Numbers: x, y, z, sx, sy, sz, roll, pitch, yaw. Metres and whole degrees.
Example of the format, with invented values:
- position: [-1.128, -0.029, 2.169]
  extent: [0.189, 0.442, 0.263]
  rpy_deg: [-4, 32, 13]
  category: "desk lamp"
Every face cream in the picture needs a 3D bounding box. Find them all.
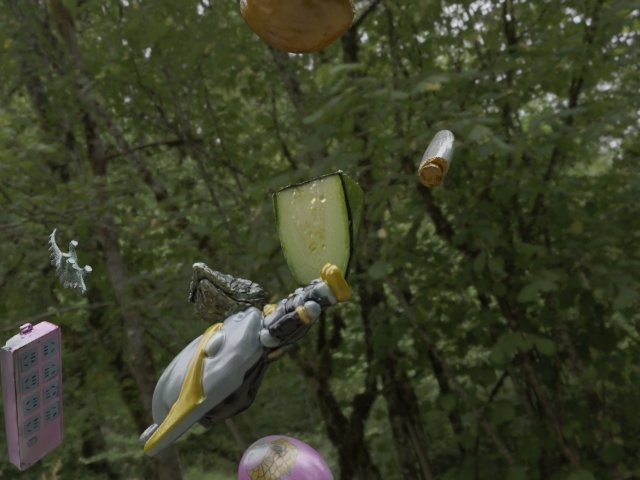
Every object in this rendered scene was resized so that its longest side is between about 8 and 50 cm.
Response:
- position: [0.236, -0.167, 1.440]
  extent: [0.072, 0.051, 0.182]
  rpy_deg: [-37, 14, 34]
  category: "face cream"

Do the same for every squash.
- position: [0.018, -0.007, 1.112]
  extent: [0.085, 0.184, 0.192]
  rpy_deg: [-10, 0, -37]
  category: "squash"

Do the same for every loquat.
- position: [-0.050, -0.442, 1.342]
  extent: [0.234, 0.176, 0.187]
  rpy_deg: [12, 18, -9]
  category: "loquat"

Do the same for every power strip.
- position: [-0.517, 0.280, 1.294]
  extent: [0.037, 0.279, 0.109]
  rpy_deg: [16, 24, 22]
  category: "power strip"

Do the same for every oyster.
- position: [-0.237, 0.144, 1.814]
  extent: [0.162, 0.158, 0.351]
  rpy_deg: [-43, -28, -3]
  category: "oyster"

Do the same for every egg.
- position: [-0.079, 0.581, 1.749]
  extent: [0.271, 0.196, 0.196]
  rpy_deg: [3, 0, 33]
  category: "egg"

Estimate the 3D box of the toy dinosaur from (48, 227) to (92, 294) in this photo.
- position: [-0.498, 0.043, 1.404]
  extent: [0.039, 0.209, 0.082]
  rpy_deg: [-2, -51, -39]
  category: "toy dinosaur"

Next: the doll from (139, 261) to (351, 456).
- position: [-0.096, 0.142, 0.872]
  extent: [0.316, 0.103, 0.145]
  rpy_deg: [-37, 29, -3]
  category: "doll"
